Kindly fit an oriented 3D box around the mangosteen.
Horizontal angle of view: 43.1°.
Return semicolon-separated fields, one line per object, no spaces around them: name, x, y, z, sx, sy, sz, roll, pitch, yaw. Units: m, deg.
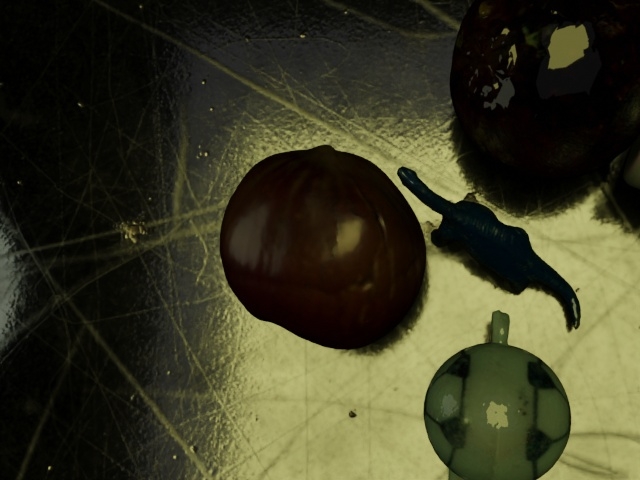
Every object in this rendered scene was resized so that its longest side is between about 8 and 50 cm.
mangosteen;0.282;-0.188;0.885;0.289;0.231;0.231;-13;76;-26

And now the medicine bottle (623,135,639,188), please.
medicine bottle;0.499;-0.091;0.822;0.315;0.202;0.202;23;85;13

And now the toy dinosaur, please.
toy dinosaur;0.188;0.007;0.864;0.247;0.188;0.075;39;94;11

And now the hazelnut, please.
hazelnut;0.000;0.000;0.880;0.229;0.229;0.229;-2;80;9

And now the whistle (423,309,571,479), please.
whistle;0.181;0.217;0.843;0.163;0.163;0.290;3;80;10
